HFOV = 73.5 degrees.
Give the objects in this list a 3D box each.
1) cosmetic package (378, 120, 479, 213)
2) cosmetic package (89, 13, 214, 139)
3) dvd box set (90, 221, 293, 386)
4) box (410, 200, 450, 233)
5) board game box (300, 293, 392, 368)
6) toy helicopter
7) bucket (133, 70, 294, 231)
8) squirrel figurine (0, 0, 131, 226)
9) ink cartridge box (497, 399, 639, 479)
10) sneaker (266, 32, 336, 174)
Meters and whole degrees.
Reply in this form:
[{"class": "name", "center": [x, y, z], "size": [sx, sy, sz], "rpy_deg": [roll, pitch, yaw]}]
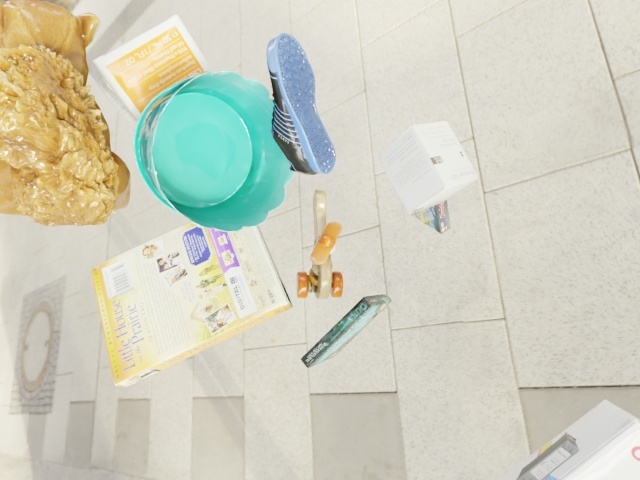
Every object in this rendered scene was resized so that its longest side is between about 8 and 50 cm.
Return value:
[{"class": "cosmetic package", "center": [0.284, -0.194, 1.140], "size": [0.151, 0.151, 0.184], "rpy_deg": [-41, 72, 52]}, {"class": "cosmetic package", "center": [-0.342, -0.297, 1.113], "size": [0.230, 0.453, 0.161], "rpy_deg": [-42, 29, -18]}, {"class": "dvd box set", "center": [-0.312, 0.112, 1.016], "size": [0.420, 0.062, 0.308], "rpy_deg": [-26, 65, -3]}, {"class": "box", "center": [0.340, -0.150, 1.387], "size": [0.044, 0.233, 0.159], "rpy_deg": [-32, 40, -12]}, {"class": "board game box", "center": [0.055, 0.179, 0.864], "size": [0.186, 0.126, 0.026], "rpy_deg": [-47, 68, 17]}, {"class": "toy helicopter", "center": [0.000, 0.000, 1.306], "size": [0.235, 0.140, 0.355], "rpy_deg": [106, 163, -68]}, {"class": "bucket", "center": [-0.203, -0.164, 0.810], "size": [0.183, 0.281, 0.281], "rpy_deg": [19, 93, 55]}, {"class": "squirrel figurine", "center": [-0.469, -0.228, 0.756], "size": [0.397, 0.281, 0.371], "rpy_deg": [25, 113, 54]}, {"class": "ink cartridge box", "center": [0.408, 0.431, 0.636], "size": [0.306, 0.131, 0.226], "rpy_deg": [-41, 78, 6]}, {"class": "sneaker", "center": [-0.051, -0.213, 0.713], "size": [0.090, 0.081, 0.232], "rpy_deg": [7, 126, 40]}]
